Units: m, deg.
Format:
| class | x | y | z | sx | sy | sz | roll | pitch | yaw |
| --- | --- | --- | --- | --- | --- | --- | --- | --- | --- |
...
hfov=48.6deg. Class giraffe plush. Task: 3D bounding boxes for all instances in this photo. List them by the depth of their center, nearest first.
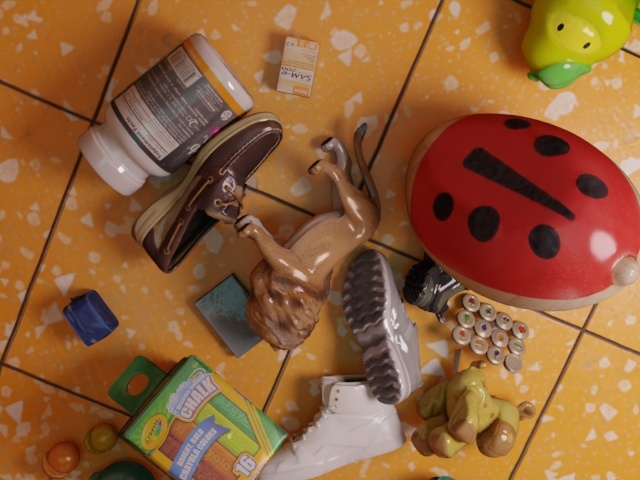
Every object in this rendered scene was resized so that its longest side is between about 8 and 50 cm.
| class | x | y | z | sx | sy | sz | roll | pitch | yaw |
| --- | --- | --- | --- | --- | --- | --- | --- | --- | --- |
| giraffe plush | 0.294 | 0.331 | 1.313 | 0.170 | 0.181 | 0.210 | 36 | 62 | -15 |

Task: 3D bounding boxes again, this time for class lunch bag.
| class | x | y | z | sx | sy | sz | roll | pitch | yaw |
| --- | --- | --- | --- | --- | --- | --- | --- | --- | --- |
| lunch bag | -0.432 | 0.143 | 1.315 | 0.065 | 0.067 | 0.098 | -34 | 96 | 4 |

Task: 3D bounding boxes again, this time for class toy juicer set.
| class | x | y | z | sx | sy | sz | roll | pitch | yaw |
| --- | --- | --- | --- | --- | --- | --- | --- | --- | --- |
| toy juicer set | -0.378 | 0.456 | 1.360 | 0.329 | 0.089 | 0.209 | -4 | 80 | 2 |

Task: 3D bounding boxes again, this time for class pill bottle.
| class | x | y | z | sx | sy | sz | roll | pitch | yaw |
| --- | --- | --- | --- | --- | --- | --- | --- | --- | --- |
| pill bottle | -0.266 | -0.211 | 1.220 | 0.278 | 0.162 | 0.162 | -37 | 96 | 6 |

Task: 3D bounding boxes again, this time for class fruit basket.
| class | x | y | z | sx | sy | sz | roll | pitch | yaw |
| --- | --- | --- | --- | --- | --- | --- | --- | --- | --- |
| fruit basket | 0.469 | -0.439 | 1.152 | 0.392 | 0.283 | 0.392 | 1 | 82 | -8 |

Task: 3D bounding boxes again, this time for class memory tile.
| class | x | y | z | sx | sy | sz | roll | pitch | yaw |
| --- | --- | --- | --- | --- | --- | --- | --- | --- | --- |
| memory tile | 0.316 | 0.171 | 1.312 | 0.148 | 0.012 | 0.113 | 29 | 57 | -5 |

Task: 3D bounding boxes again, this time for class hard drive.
| class | x | y | z | sx | sy | sz | roll | pitch | yaw |
| --- | --- | --- | --- | --- | --- | --- | --- | --- | --- |
| hard drive | -0.160 | 0.143 | 1.338 | 0.094 | 0.022 | 0.135 | -37 | 97 | 5 |

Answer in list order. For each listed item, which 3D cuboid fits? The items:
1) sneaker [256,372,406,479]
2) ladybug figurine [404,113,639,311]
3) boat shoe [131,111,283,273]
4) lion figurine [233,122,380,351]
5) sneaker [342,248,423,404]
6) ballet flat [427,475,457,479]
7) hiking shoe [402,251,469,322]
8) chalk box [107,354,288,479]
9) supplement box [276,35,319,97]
| class | x | y | z | sx | sy | sz | roll | pitch | yaw |
| --- | --- | --- | --- | --- | --- | --- | --- | --- | --- |
| sneaker | 0.000 | 0.340 | 1.330 | 0.292 | 0.108 | 0.169 | -17 | 96 | -7 |
| ladybug figurine | 0.301 | -0.067 | 1.115 | 0.305 | 0.449 | 0.162 | -50 | 137 | -5 |
| boat shoe | -0.179 | -0.076 | 1.239 | 0.342 | 0.123 | 0.123 | -41 | 69 | 9 |
| lion figurine | 0.000 | 0.000 | 1.255 | 0.392 | 0.142 | 0.240 | -42 | 106 | -4 |
| sneaker | 0.121 | 0.155 | 1.313 | 0.105 | 0.115 | 0.281 | -14 | 84 | 40 |
| ballet flat | 0.364 | 0.636 | 1.352 | 0.482 | 0.164 | 0.182 | 31 | 117 | -6 |
| hiking shoe | 0.246 | 0.036 | 1.303 | 0.114 | 0.086 | 0.227 | 34 | 89 | -29 |
| chalk box | -0.237 | 0.324 | 1.256 | 0.289 | 0.179 | 0.180 | 40 | 67 | -6 |
| supplement box | -0.040 | -0.310 | 1.267 | 0.062 | 0.036 | 0.098 | 10 | 98 | -1 |
